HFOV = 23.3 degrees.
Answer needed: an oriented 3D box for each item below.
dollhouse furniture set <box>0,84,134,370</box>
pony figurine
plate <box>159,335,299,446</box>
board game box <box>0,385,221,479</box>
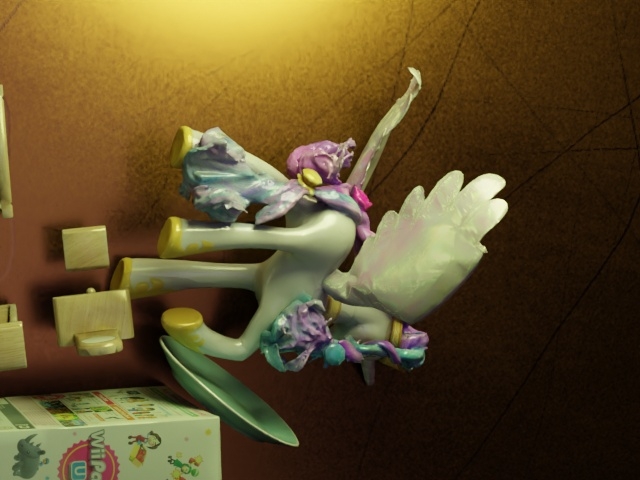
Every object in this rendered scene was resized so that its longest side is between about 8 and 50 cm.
[{"bbox_3d":[-0.350,-0.054,1.535,0.303,0.174,0.356,-6,96,-11],"label":"dollhouse furniture set"},{"bbox_3d":[0.000,0.000,1.661,0.363,0.303,0.351,14,121,-23],"label":"pony figurine"},{"bbox_3d":[-0.103,0.167,1.653,0.188,0.188,0.024,38,93,-18],"label":"plate"},{"bbox_3d":[-0.274,0.216,1.573,0.303,0.224,0.098,-3,94,-19],"label":"board game box"}]
